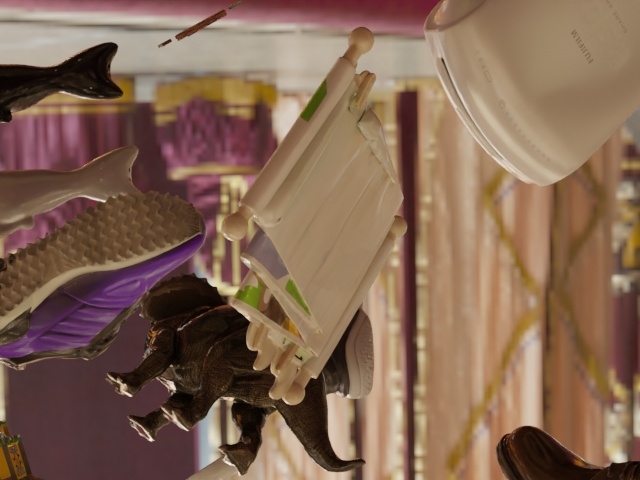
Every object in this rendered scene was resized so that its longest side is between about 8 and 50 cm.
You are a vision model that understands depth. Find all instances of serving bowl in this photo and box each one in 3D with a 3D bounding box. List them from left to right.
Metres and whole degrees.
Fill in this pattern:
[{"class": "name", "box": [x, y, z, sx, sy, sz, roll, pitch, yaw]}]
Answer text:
[{"class": "serving bowl", "box": [-0.117, 0.266, 1.802, 0.083, 0.027, 0.083, -34, 175, -3]}]

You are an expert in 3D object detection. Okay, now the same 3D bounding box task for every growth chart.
[{"class": "growth chart", "box": [0.000, 0.000, 0.975, 0.021, 0.172, 0.237, 27, 158, 23]}]

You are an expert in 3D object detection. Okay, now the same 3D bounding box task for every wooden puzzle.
[{"class": "wooden puzzle", "box": [-0.106, -0.190, 1.390, 0.083, 0.006, 0.049, -28, -170, 2]}]

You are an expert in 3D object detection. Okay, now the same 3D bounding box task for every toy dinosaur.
[{"class": "toy dinosaur", "box": [-0.081, 0.110, 1.391, 0.313, 0.121, 0.160, 12, -127, 40]}]

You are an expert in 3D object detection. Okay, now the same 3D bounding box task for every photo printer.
[{"class": "photo printer", "box": [0.272, -0.233, 1.780, 0.307, 0.256, 0.107, -44, -153, -15]}]

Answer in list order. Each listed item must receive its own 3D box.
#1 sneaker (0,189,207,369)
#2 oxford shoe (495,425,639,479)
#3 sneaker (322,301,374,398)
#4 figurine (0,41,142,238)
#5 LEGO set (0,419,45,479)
[{"class": "sneaker", "box": [-0.247, 0.055, 1.733, 0.293, 0.146, 0.102, -24, -135, 6]}, {"class": "oxford shoe", "box": [0.229, 0.191, 1.170, 0.227, 0.096, 0.083, 32, -155, 34]}, {"class": "sneaker", "box": [-0.044, 0.067, 1.627, 0.153, 0.101, 0.268, -6, -144, -12]}, {"class": "figurine", "box": [-0.326, -0.121, 1.888, 0.209, 0.215, 0.092, -13, 175, -4]}, {"class": "LEGO set", "box": [-0.440, 0.348, 1.894, 0.255, 0.192, 0.331, -18, -176, -23]}]
